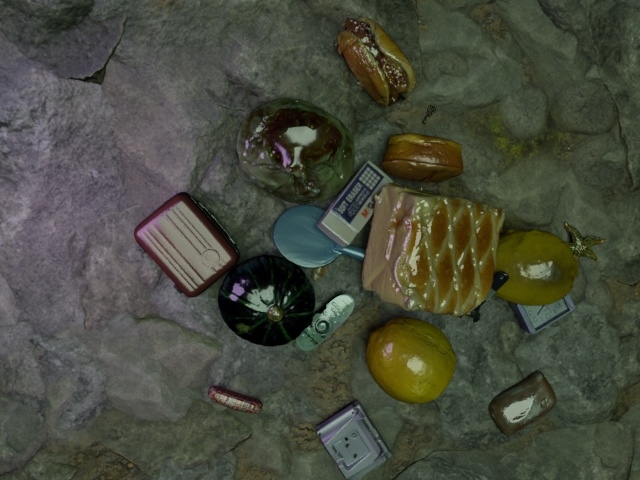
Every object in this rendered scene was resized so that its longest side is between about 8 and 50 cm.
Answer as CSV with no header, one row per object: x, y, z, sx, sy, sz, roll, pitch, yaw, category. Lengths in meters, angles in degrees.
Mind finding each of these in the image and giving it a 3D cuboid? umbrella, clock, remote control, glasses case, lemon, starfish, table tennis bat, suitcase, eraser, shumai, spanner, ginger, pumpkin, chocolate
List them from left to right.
-0.422,0.012,1.736,0.236,0.161,0.297,-39,99,-2,suitcase
-0.293,0.551,1.852,0.195,0.073,0.049,21,87,-9,glasses case
-0.169,0.200,1.748,0.315,0.238,0.315,-2,99,-11,pumpkin
-0.059,-0.284,1.676,0.398,0.323,0.324,21,91,-11,shumai
0.000,0.000,1.829,0.329,0.044,0.215,19,78,-3,table tennis bat
0.006,0.076,1.862,0.057,0.044,0.137,25,85,21,ginger
0.016,0.281,1.883,0.256,0.045,0.097,-42,98,1,remote control
0.122,0.719,1.921,0.186,0.083,0.253,-33,99,-3,clock
0.116,-0.123,1.804,0.124,0.081,0.279,39,74,-9,eraser
0.301,0.398,1.816,0.297,0.297,0.297,-1,96,-8,lemon
0.377,-0.438,1.871,0.031,0.020,0.083,32,96,-9,umbrella
0.555,0.195,1.836,0.087,0.316,0.024,33,53,8,spanner
0.698,0.092,1.846,0.316,0.285,0.285,1,98,36,lemon
0.757,0.613,1.996,0.261,0.083,0.161,-34,97,-2,chocolate
0.804,0.234,1.969,0.193,0.073,0.144,-30,98,-4,clock
0.936,0.038,1.985,0.208,0.053,0.175,19,103,-3,starfish

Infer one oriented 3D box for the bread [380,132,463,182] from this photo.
0.339,-0.267,1.797,0.270,0.195,0.142,8,88,-4,bread

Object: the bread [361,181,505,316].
0.357,0.025,1.747,0.371,0.279,0.389,9,92,-30,bread

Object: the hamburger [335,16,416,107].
0.193,-0.572,1.762,0.155,0.245,0.282,-40,144,-7,hamburger
